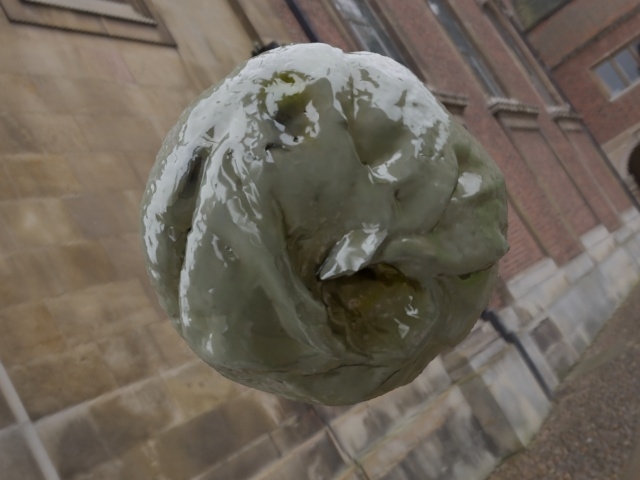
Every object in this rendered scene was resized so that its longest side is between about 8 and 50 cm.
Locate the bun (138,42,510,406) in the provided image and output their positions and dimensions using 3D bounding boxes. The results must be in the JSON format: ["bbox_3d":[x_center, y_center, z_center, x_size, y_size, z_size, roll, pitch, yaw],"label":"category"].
[{"bbox_3d":[0.000,0.000,0.769,0.365,0.365,0.219,-32,14,6],"label":"bun"}]
